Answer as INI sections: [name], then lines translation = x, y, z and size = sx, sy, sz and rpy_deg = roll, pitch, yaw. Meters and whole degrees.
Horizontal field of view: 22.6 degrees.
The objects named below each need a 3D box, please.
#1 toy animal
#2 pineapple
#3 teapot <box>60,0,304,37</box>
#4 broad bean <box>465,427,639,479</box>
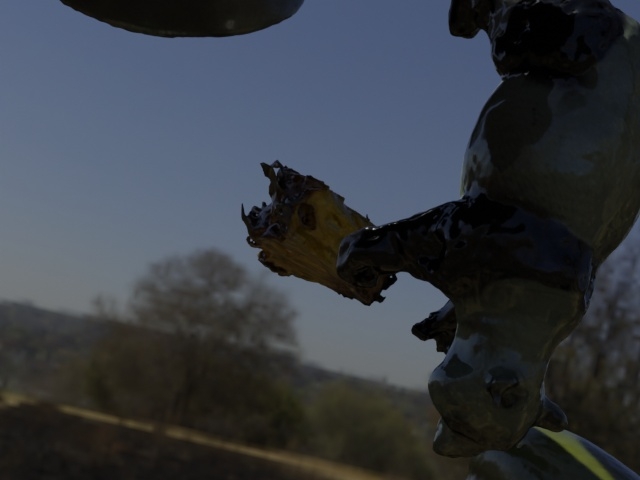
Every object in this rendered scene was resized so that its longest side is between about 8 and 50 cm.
[toy animal]
translation = 0.091, -0.010, 0.739
size = 0.121, 0.225, 0.094
rpy_deg = 9, -20, 47
[pineapple]
translation = 0.000, 0.000, 1.085
size = 0.116, 0.069, 0.137
rpy_deg = 31, -2, 5
[teapot]
translation = -0.095, -0.320, 1.053
size = 0.253, 0.344, 0.300
rpy_deg = 27, 39, 25
[broad bean]
translation = 0.202, 0.204, 1.011
size = 0.263, 0.121, 0.189
rpy_deg = 22, -3, 5
